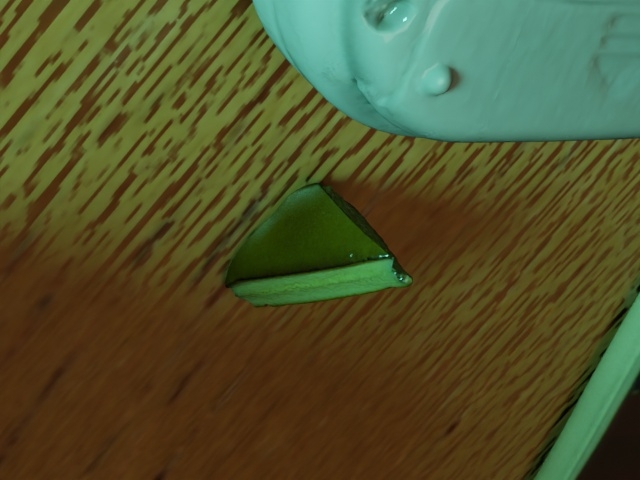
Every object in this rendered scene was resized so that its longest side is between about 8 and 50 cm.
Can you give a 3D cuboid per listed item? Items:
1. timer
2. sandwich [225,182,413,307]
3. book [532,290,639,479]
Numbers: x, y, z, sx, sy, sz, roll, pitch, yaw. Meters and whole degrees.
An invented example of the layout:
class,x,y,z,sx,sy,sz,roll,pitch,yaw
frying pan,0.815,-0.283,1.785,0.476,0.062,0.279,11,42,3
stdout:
class,x,y,z,sx,sy,sz,roll,pitch,yaw
timer,0.107,-0.140,0.615,0.262,0.087,0.237,-4,129,-38
sandwich,0.000,0.000,0.705,0.083,0.044,0.031,-10,152,35
book,0.268,0.003,0.944,0.262,0.028,0.374,-4,129,-40
